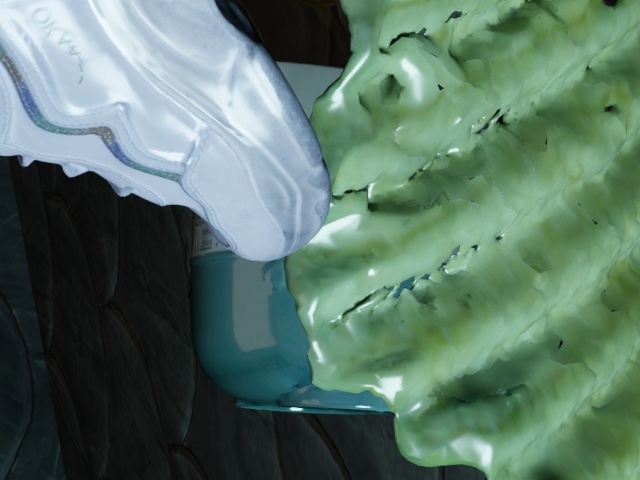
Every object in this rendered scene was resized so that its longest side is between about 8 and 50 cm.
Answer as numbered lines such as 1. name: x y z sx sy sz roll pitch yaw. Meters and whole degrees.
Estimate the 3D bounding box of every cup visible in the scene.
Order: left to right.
1. cup: 0.000 0.000 1.382 0.290 0.219 0.257 168 107 -66

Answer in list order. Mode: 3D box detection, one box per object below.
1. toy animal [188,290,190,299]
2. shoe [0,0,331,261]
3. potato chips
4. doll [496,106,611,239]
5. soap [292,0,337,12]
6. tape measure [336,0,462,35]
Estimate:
1. toy animal: -0.021 0.038 1.571 0.188 0.179 0.089 140 127 -81
2. shoe: -0.090 -0.061 0.737 0.245 0.138 0.095 60 -178 -42
3. potato chips: 0.143 -0.016 0.938 0.097 0.389 0.373 -3 92 42
4. doll: 0.162 -0.027 1.229 0.245 0.076 0.142 108 165 -58
5. soap: -0.086 -0.255 1.558 0.092 0.252 0.037 -4 68 70
6. tape measure: 0.062 -0.236 1.346 0.236 0.120 0.197 132 133 -70
